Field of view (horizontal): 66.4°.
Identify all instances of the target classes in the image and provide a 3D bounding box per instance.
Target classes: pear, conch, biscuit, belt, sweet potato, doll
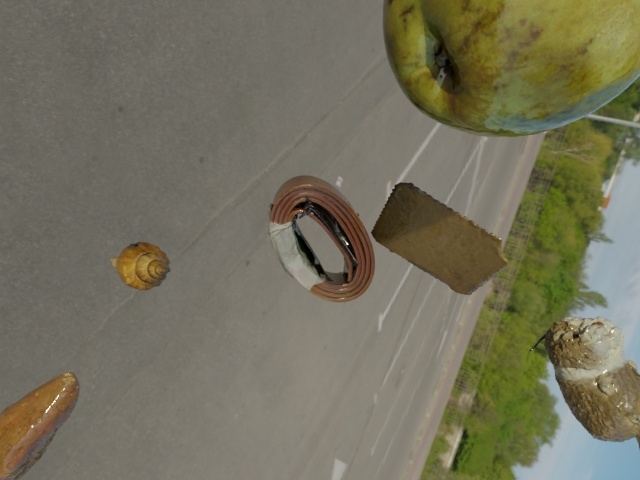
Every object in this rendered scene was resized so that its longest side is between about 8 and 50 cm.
[{"bbox_3d":[0.211,-0.256,0.526,0.304,0.304,0.304,-48,148,-44],"label":"pear"},{"bbox_3d":[-0.403,0.043,1.068,0.109,0.330,0.093,-33,118,-31],"label":"conch"},{"bbox_3d":[0.208,0.005,0.876,0.013,0.232,0.237,-54,172,-23],"label":"biscuit"},{"bbox_3d":[0.000,0.000,0.981,0.184,0.261,0.105,-35,-164,9],"label":"belt"},{"bbox_3d":[-0.454,0.299,0.737,0.252,0.097,0.097,-44,155,0],"label":"sweet potato"},{"bbox_3d":[0.385,0.201,0.651,0.105,0.221,0.115,-20,163,-41],"label":"doll"}]
